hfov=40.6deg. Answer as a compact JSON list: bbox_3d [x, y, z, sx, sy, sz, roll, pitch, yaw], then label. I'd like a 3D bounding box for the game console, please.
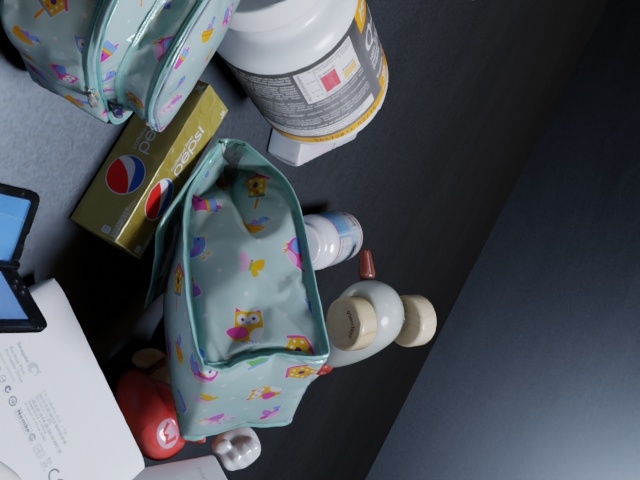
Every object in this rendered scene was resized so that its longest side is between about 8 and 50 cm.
[{"bbox_3d":[-0.264,0.015,0.707,0.071,0.107,0.122,-39,164,12],"label":"game console"}]

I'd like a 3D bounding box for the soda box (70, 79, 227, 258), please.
[{"bbox_3d":[-0.167,-0.078,0.861,0.181,0.058,0.061,-62,161,-10],"label":"soda box"}]

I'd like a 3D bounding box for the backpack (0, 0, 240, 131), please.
[{"bbox_3d":[-0.142,-0.176,0.626,0.166,0.144,0.188,-60,174,-10],"label":"backpack"}]

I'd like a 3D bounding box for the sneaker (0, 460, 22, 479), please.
[{"bbox_3d":[-0.274,0.179,0.573,0.290,0.123,0.105,41,49,-61],"label":"sneaker"}]

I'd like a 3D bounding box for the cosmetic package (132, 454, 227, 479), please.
[{"bbox_3d":[-0.245,0.477,0.998,0.230,0.161,0.453,-2,126,-33],"label":"cosmetic package"}]

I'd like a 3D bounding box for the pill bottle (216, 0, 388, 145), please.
[{"bbox_3d":[-0.027,-0.220,0.900,0.162,0.162,0.278,-62,161,-9],"label":"pill bottle"}]

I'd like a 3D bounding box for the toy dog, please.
[{"bbox_3d":[0.020,0.127,1.405,0.220,0.334,0.161,18,55,-56],"label":"toy dog"}]

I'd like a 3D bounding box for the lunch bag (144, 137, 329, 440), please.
[{"bbox_3d":[-0.100,0.051,0.922,0.160,0.262,0.223,-6,153,-18],"label":"lunch bag"}]

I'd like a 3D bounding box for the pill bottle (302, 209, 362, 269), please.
[{"bbox_3d":[0.000,0.000,1.349,0.160,0.087,0.087,-12,125,-66],"label":"pill bottle"}]

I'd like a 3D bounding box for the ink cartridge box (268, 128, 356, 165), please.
[{"bbox_3d":[0.017,-0.231,1.168,0.189,0.066,0.232,-33,147,-57],"label":"ink cartridge box"}]

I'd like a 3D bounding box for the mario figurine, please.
[{"bbox_3d":[-0.118,0.149,1.078,0.320,0.198,0.170,-49,168,-49],"label":"mario figurine"}]

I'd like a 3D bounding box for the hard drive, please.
[{"bbox_3d":[-0.298,0.193,0.710,0.319,0.040,0.210,-39,111,-52],"label":"hard drive"}]
